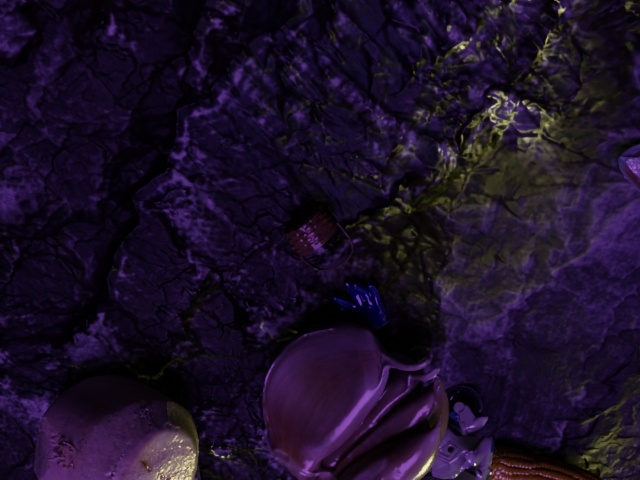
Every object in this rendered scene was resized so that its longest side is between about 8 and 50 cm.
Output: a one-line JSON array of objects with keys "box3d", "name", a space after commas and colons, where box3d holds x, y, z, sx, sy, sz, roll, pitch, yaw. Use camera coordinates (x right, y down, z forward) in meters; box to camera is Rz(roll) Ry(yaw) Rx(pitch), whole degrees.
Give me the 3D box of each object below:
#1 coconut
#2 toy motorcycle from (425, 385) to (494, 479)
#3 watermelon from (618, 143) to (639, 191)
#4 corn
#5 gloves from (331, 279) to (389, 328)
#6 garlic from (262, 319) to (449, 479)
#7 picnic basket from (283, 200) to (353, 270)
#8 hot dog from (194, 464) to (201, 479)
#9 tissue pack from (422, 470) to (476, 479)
[{"box3d": [-0.291, 0.297, 1.606, 0.234, 0.224, 0.224, 13, 139, 37], "name": "coconut"}, {"box3d": [0.159, 0.318, 1.653, 0.221, 0.150, 0.102, -35, 164, 12], "name": "toy motorcycle"}, {"box3d": [0.394, -0.080, 1.378, 0.085, 0.061, 0.085, -6, 134, -6], "name": "watermelon"}, {"box3d": [0.333, 0.359, 1.735, 0.203, 0.072, 0.072, 16, 128, -13], "name": "corn"}, {"box3d": [0.053, 0.087, 1.543, 0.064, 0.026, 0.086, -18, 127, 19], "name": "gloves"}, {"box3d": [0.046, 0.231, 1.536, 0.210, 0.237, 0.292, 26, 106, -31], "name": "garlic"}, {"box3d": [0.000, 0.000, 1.444, 0.072, 0.072, 0.083, -32, 109, 24], "name": "picnic basket"}, {"box3d": [-0.274, 0.363, 1.742, 0.192, 0.053, 0.099, -4, 158, 3], "name": "hot dog"}, {"box3d": [0.201, 0.424, 1.763, 0.090, 0.103, 0.170, -36, 134, -28], "name": "tissue pack"}]
